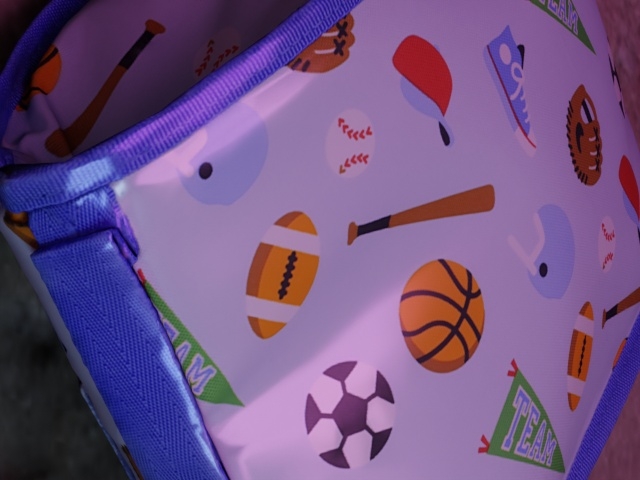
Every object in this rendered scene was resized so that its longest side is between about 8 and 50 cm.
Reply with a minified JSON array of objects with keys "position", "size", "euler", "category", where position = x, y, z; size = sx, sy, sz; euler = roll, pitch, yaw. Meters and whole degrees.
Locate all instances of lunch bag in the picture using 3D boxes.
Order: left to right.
[{"position":[0.000,0.000,0.967],"size":[0.328,0.239,0.385],"euler":[65,32,-26],"category":"lunch bag"}]
